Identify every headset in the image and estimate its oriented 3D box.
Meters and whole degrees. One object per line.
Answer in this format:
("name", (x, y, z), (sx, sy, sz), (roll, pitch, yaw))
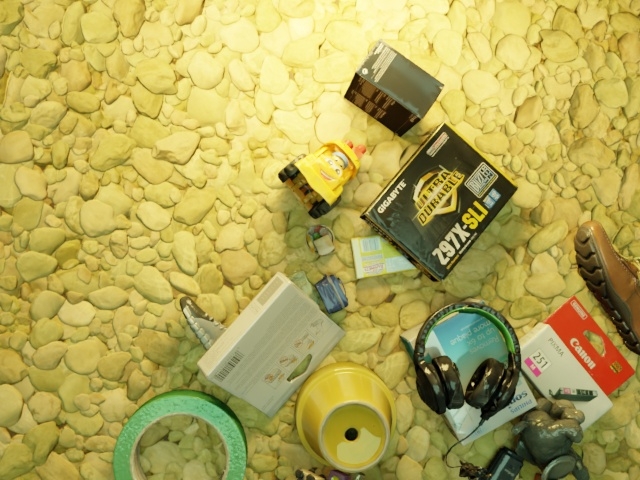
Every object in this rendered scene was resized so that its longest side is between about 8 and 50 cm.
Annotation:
("headset", (0.338, 0.334, 1.550), (0.243, 0.185, 0.394), (4, 80, -2))

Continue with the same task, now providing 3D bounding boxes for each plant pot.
("plant pot", (0.066, 0.434, 1.629), (0.253, 0.239, 0.254), (0, 89, -3))

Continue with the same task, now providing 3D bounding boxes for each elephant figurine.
("elephant figurine", (0.571, 0.526, 1.683), (0.186, 0.169, 0.240), (4, 112, 21))

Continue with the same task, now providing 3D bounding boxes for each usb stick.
("usb stick", (0.423, 0.660, 1.748), (0.077, 0.045, 0.278), (33, 87, -5))

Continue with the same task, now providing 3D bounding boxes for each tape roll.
("tape roll", (-0.341, 0.533, 1.681), (0.321, 0.077, 0.321), (0, 90, -5))

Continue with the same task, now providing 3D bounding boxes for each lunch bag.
("lunch bag", (0.030, 0.130, 1.713), (0.065, 0.067, 0.098), (-26, 90, -4))

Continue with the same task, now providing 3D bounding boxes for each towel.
("towel", (-0.085, 0.150, 1.725), (0.148, 0.027, 0.110), (-29, 91, -4))

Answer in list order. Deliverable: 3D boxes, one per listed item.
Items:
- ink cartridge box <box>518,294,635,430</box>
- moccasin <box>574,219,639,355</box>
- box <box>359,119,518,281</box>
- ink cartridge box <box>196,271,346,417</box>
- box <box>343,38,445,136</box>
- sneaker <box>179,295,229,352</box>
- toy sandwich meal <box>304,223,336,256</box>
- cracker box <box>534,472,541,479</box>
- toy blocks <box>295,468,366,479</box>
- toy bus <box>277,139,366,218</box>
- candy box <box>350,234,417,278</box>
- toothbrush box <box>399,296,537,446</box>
("ink cartridge box", (0.657, 0.320, 1.760), (0.239, 0.060, 0.275), (-39, 92, -2))
("moccasin", (0.775, 0.109, 1.729), (0.147, 0.139, 0.380), (-34, 92, -4))
("box", (0.298, -0.096, 1.712), (0.257, 0.079, 0.322), (42, 80, -4))
("ink cartridge box", (-0.113, 0.261, 1.675), (0.296, 0.066, 0.261), (-48, 132, -4))
("box", (0.168, -0.354, 1.628), (0.184, 0.261, 0.103), (37, 87, -4))
("sneaker", (-0.244, 0.212, 1.694), (0.132, 0.086, 0.229), (-31, 102, -8))
("toy sandwich meal", (0.000, 0.000, 1.730), (0.085, 0.029, 0.086), (0, 90, -4))
("cracker box", (0.561, 0.722, 1.702), (0.067, 0.156, 0.232), (18, 89, -4))
("toy blocks", (0.081, 0.694, 1.554), (0.288, 0.309, 0.260), (15, 81, 33))
("toy bus", (0.025, -0.172, 1.645), (0.211, 0.220, 0.149), (-40, 95, -9))
("candy box", (0.184, 0.032, 1.744), (0.205, 0.027, 0.105), (-8, 91, -4))
("toothbrush box", (0.364, 0.321, 1.707), (0.216, 0.126, 0.296), (-27, 93, -3))
